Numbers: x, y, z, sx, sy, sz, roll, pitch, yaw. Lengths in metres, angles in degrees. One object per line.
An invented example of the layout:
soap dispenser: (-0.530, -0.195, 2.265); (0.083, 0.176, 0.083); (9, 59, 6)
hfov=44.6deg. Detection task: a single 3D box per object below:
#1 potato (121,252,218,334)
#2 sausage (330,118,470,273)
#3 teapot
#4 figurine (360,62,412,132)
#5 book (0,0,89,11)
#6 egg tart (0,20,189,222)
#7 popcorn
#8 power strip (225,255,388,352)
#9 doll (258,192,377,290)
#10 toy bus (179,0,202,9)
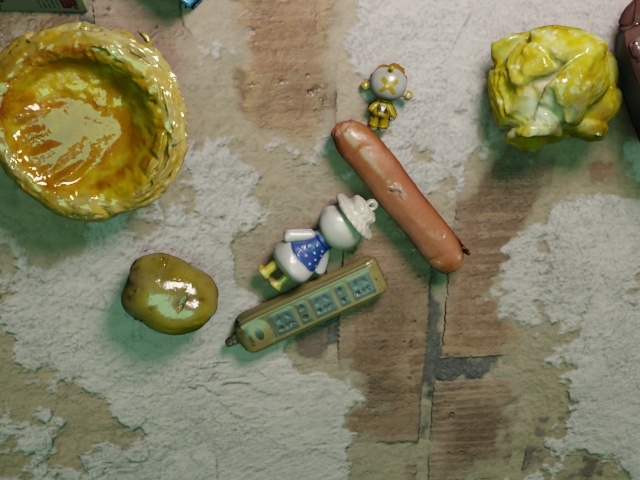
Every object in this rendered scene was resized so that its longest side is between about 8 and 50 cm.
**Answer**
potato: (-0.317, 0.117, 1.652); (0.200, 0.137, 0.155); (23, 105, -13)
sausage: (0.171, -0.092, 1.656); (0.419, 0.094, 0.094); (49, 60, -19)
teapot: (0.686, -0.330, 1.529); (0.233, 0.315, 0.312); (-18, 109, 41)
figurine: (0.127, -0.293, 1.594); (0.101, 0.068, 0.143); (34, 120, -10)
book: (-0.548, -0.455, 1.403); (0.231, 0.162, 0.022); (-2, 81, -7)
egg tart: (-0.433, -0.228, 1.485); (0.387, 0.169, 0.388); (-1, 106, -4)
popcorn: (0.470, -0.303, 1.545); (0.276, 0.276, 0.226); (-10, 77, -3)
power strip: (-0.039, 0.151, 1.738); (0.387, 0.066, 0.092); (-25, 109, 3)
doll: (0.000, 0.000, 1.665); (0.293, 0.119, 0.138); (-36, 119, 13)
toy bus: (-0.283, -0.512, 1.436); (0.184, 0.106, 0.090); (36, 100, -18)
